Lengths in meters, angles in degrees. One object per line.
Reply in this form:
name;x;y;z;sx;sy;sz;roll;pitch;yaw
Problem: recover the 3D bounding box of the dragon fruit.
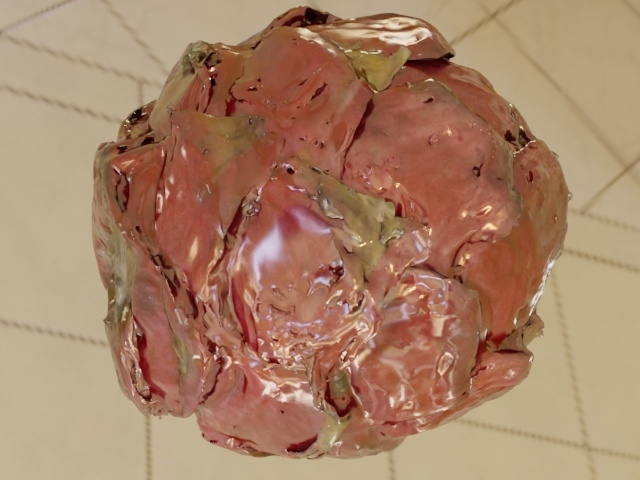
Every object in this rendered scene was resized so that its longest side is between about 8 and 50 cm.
dragon fruit;-0.002;-0.003;1.032;0.329;0.329;0.329;19;49;-24
